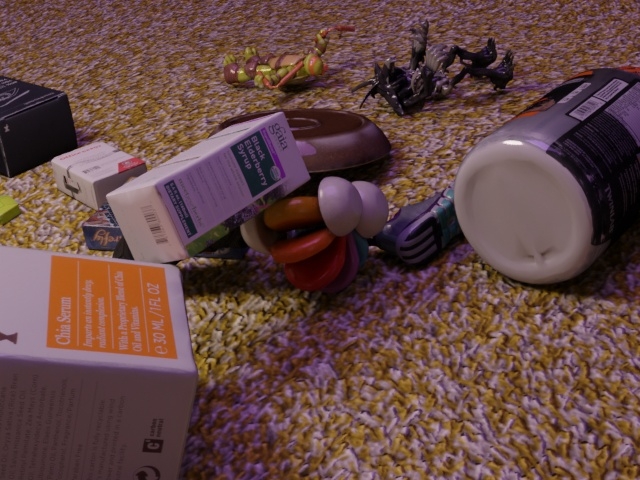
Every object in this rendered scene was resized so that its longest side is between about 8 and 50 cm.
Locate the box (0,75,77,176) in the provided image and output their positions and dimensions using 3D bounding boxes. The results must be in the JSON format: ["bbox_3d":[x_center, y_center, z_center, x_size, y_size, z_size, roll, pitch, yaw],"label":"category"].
[{"bbox_3d":[-0.557,-0.205,1.920,0.207,0.108,0.153,20,37,39],"label":"box"}]

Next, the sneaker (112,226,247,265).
[{"bbox_3d":[-0.173,-0.002,1.457,0.227,0.087,0.130,-35,-26,28],"label":"sneaker"}]

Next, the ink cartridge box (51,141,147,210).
[{"bbox_3d":[-0.352,-0.104,1.740,0.099,0.056,0.135,-26,34,-33],"label":"ink cartridge box"}]

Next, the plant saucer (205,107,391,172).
[{"bbox_3d":[-0.041,-0.167,1.749,0.311,0.050,0.310,-1,17,0],"label":"plant saucer"}]

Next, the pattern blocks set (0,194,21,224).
[{"bbox_3d":[-0.602,-0.014,1.658,0.285,0.026,0.325,-26,33,-33],"label":"pattern blocks set"}]

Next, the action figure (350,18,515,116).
[{"bbox_3d":[0.193,-0.311,1.932,0.276,0.141,0.164,-11,40,-12],"label":"action figure"}]

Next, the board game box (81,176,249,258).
[{"bbox_3d":[-0.202,-0.036,1.598,0.243,0.042,0.165,4,30,18],"label":"board game box"}]

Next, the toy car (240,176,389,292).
[{"bbox_3d":[0.000,0.000,1.388,0.159,0.136,0.182,-16,-9,27],"label":"toy car"}]

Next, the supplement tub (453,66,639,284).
[{"bbox_3d":[0.342,-0.100,1.429,0.207,0.207,0.338,16,34,35],"label":"supplement tub"}]

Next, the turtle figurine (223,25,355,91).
[{"bbox_3d":[-0.064,-0.338,2.090,0.217,0.087,0.269,6,38,37],"label":"turtle figurine"}]

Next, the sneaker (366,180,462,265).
[{"bbox_3d":[0.160,-0.045,1.502,0.224,0.083,0.098,-30,31,-36],"label":"sneaker"}]

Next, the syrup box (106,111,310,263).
[{"bbox_3d":[-0.126,-0.064,1.278,0.096,0.093,0.237,-10,18,43],"label":"syrup box"}]

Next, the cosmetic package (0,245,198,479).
[{"bbox_3d":[-0.364,0.117,1.080,0.453,0.161,0.230,6,25,-16],"label":"cosmetic package"}]
